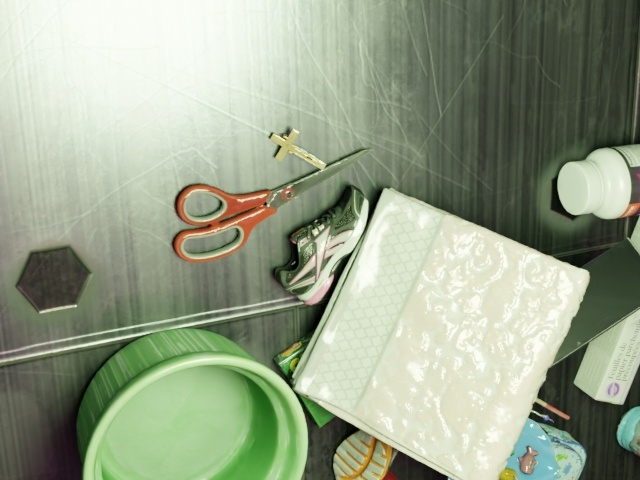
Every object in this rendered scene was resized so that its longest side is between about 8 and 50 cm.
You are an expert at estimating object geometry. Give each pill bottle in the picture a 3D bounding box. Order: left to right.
[{"bbox_3d":[0.461,-0.089,1.667,0.193,0.108,0.108,-8,112,-21],"label":"pill bottle"}]

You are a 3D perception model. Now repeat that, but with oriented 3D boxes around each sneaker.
[{"bbox_3d":[0.000,0.000,1.523,0.077,0.072,0.178,28,90,-19],"label":"sneaker"},{"bbox_3d":[0.094,0.297,1.668,0.083,0.084,0.215,-3,126,-58],"label":"sneaker"},{"bbox_3d":[0.639,0.352,1.896,0.262,0.125,0.104,1,109,-24],"label":"sneaker"}]

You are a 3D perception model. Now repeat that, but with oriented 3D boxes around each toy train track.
[{"bbox_3d":[-0.030,-0.121,1.488,0.083,0.014,0.048,30,108,-14],"label":"toy train track"}]

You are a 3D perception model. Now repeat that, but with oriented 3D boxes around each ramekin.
[{"bbox_3d":[-0.182,0.266,1.491,0.303,0.148,0.303,-8,111,-21],"label":"ramekin"}]

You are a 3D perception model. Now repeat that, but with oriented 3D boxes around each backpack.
[{"bbox_3d":[0.378,0.363,1.809,0.114,0.084,0.105,18,102,-30],"label":"backpack"}]

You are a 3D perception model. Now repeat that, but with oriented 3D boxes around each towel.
[{"bbox_3d":[0.161,0.130,1.525,0.317,0.053,0.332,25,90,11],"label":"towel"}]

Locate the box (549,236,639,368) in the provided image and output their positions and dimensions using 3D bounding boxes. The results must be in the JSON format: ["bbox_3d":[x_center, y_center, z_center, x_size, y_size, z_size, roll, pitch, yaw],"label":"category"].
[{"bbox_3d":[0.353,0.120,1.645,0.261,0.184,0.103,-31,77,-11],"label":"box"}]

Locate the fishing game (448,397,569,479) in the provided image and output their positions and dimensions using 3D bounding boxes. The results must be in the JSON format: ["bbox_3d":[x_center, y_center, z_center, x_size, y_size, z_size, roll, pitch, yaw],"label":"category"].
[{"bbox_3d":[0.284,0.345,1.704,0.189,0.041,0.264,31,66,-4],"label":"fishing game"}]

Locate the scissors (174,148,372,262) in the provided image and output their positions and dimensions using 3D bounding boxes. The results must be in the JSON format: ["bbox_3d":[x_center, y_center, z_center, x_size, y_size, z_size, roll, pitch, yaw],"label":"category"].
[{"bbox_3d":[-0.060,-0.048,1.507,0.297,0.021,0.109,-15,111,-19],"label":"scissors"}]

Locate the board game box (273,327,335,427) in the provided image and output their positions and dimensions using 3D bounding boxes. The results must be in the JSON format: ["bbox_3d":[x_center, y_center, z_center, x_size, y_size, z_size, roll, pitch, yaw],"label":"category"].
[{"bbox_3d":[0.070,0.151,1.630,0.260,0.030,0.136,-34,121,-9],"label":"board game box"}]

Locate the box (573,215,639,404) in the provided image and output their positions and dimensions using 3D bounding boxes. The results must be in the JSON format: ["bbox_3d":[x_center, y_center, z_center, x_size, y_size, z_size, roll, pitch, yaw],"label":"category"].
[{"bbox_3d":[0.504,0.103,1.782,0.063,0.067,0.324,12,102,-27],"label":"box"}]

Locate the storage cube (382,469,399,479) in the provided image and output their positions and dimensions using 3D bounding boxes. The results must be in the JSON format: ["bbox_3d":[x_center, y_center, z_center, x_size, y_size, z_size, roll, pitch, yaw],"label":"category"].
[{"bbox_3d":[0.105,0.504,1.679,0.215,0.193,0.183,-36,119,-7],"label":"storage cube"}]
